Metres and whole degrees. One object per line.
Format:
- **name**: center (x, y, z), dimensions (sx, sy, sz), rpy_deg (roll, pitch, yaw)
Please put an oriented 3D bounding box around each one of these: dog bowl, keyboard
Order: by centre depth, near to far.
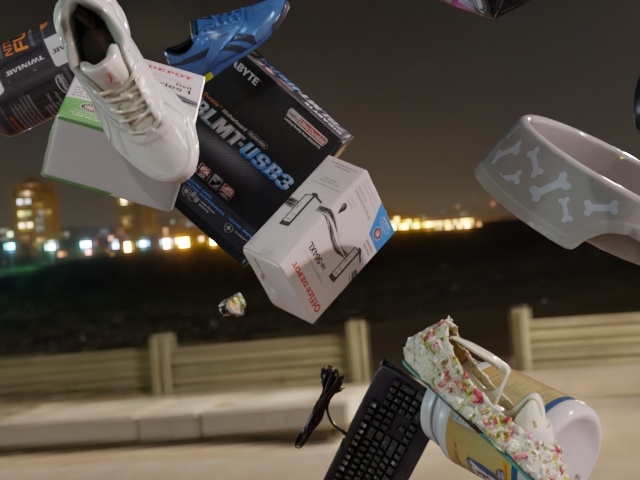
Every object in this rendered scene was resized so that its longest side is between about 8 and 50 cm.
- **dog bowl**: center (0.389, -0.058, 1.727), dimensions (0.348, 0.102, 0.349), rpy_deg (24, 19, -9)
- **keyboard**: center (0.051, 0.313, 1.927), dimensions (0.201, 0.317, 0.033), rpy_deg (34, 30, 18)

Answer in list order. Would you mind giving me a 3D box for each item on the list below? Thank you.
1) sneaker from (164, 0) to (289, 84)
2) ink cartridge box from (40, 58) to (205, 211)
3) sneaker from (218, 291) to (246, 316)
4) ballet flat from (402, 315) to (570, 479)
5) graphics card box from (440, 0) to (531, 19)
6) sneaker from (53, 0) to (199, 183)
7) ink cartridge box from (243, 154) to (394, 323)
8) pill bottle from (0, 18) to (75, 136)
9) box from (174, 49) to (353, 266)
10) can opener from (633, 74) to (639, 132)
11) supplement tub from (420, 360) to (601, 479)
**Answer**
- **sneaker**: center (-0.145, -0.316, 1.906), dimensions (0.209, 0.082, 0.069), rpy_deg (-31, 30, 20)
- **ink cartridge box**: center (-0.236, -0.143, 1.535), dimensions (0.160, 0.093, 0.219), rpy_deg (16, 30, -9)
- **sneaker**: center (-0.131, 0.099, 1.809), dimensions (0.037, 0.032, 0.083), rpy_deg (-27, 0, 6)
- **ballet flat**: center (0.192, 0.178, 1.365), dimensions (0.077, 0.241, 0.091), rpy_deg (-50, -9, 15)
- **graphics card box**: center (0.231, -0.536, 2.220), dimensions (0.094, 0.233, 0.371), rpy_deg (-26, 25, -10)
- **sneaker**: center (-0.206, -0.154, 1.276), dimensions (0.090, 0.232, 0.115), rpy_deg (-34, 7, 3)
- **ink cartridge box**: center (0.000, 0.000, 1.865), dimensions (0.086, 0.203, 0.148), rpy_deg (25, -25, 39)
- **pill bottle**: center (-0.424, -0.235, 1.833), dimensions (0.245, 0.130, 0.130), rpy_deg (-26, 0, 0)
- **box**: center (-0.144, -0.159, 2.136), dimensions (0.293, 0.295, 0.073), rpy_deg (-50, -6, 21)
- **can opener**: center (0.368, -0.090, 1.295), dimensions (0.059, 0.186, 0.073), rpy_deg (-1, -3, -26)
- **supplement tub**: center (0.240, 0.241, 1.601), dimensions (0.144, 0.144, 0.199), rpy_deg (-5, 20, -41)
